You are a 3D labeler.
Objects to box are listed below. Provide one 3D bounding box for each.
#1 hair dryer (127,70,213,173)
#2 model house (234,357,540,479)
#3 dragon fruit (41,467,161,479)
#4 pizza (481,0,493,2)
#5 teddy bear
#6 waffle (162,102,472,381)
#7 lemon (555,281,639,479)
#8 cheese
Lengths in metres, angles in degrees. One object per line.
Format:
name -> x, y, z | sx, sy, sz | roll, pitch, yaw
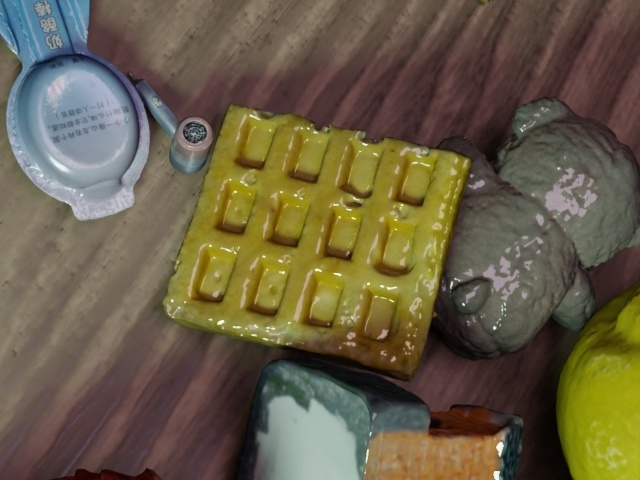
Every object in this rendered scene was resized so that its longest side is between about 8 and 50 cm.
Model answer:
hair dryer -> -0.147, -0.120, 1.643 | 0.037, 0.063, 0.114 | -37, 80, -20
model house -> 0.094, 0.249, 1.597 | 0.301, 0.190, 0.271 | 3, 98, -31
dragon fruit -> -0.188, 0.302, 1.458 | 0.252, 0.241, 0.241 | -14, 86, -22
pizza -> 0.169, -0.287, 1.813 | 0.037, 0.016, 0.083 | -1, 78, -20
teddy bear -> 0.197, -0.009, 1.703 | 0.236, 0.151, 0.267 | 45, 70, -11
waffle -> 0.000, 0.000, 1.623 | 0.248, 0.055, 0.221 | 14, 76, 13
lemon -> 0.391, 0.178, 1.659 | 0.348, 0.348, 0.348 | 4, 80, -21
cheese -> -0.236, -0.139, 1.610 | 0.135, 0.052, 0.244 | -17, 87, -26
